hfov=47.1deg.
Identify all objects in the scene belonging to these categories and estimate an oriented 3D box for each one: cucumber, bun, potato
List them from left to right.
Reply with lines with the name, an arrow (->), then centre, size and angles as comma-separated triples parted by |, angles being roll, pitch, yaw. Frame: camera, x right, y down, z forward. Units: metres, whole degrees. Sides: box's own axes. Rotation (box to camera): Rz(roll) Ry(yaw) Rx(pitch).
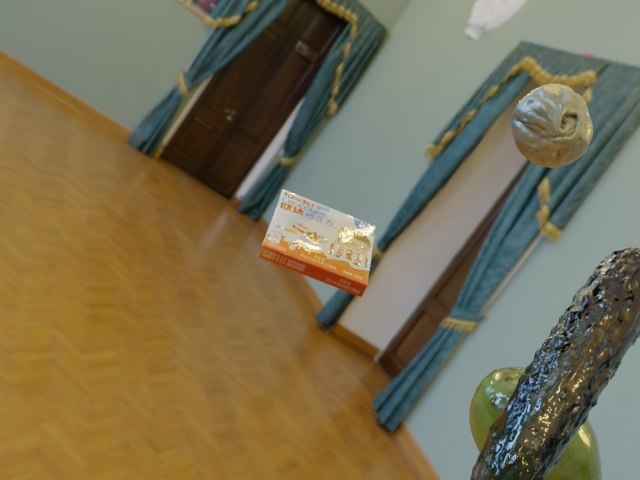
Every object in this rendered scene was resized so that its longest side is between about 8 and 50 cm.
potato -> 0.401, 0.368, 1.357 | 0.304, 0.216, 0.216 | 48, 6, -7
bun -> 0.505, -0.248, 1.586 | 0.183, 0.183, 0.102 | 36, 2, 0
cucumber -> 0.238, 0.126, 0.702 | 0.072, 0.303, 0.081 | 33, -27, 21

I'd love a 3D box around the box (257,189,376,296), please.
box -> 0.000, 0.000, 1.843 | 0.273, 0.048, 0.265 | 20, 35, -5
